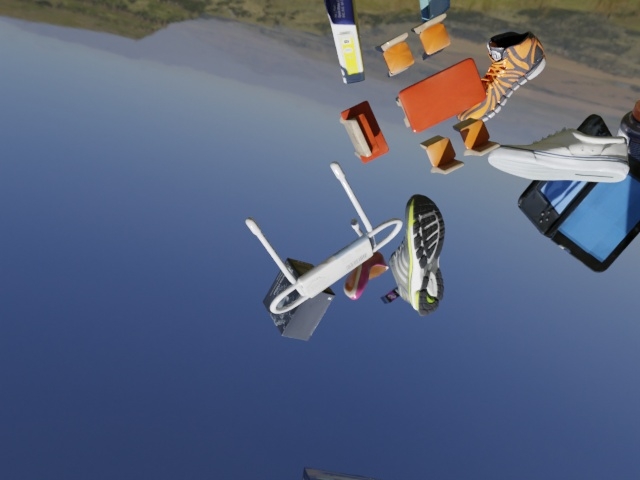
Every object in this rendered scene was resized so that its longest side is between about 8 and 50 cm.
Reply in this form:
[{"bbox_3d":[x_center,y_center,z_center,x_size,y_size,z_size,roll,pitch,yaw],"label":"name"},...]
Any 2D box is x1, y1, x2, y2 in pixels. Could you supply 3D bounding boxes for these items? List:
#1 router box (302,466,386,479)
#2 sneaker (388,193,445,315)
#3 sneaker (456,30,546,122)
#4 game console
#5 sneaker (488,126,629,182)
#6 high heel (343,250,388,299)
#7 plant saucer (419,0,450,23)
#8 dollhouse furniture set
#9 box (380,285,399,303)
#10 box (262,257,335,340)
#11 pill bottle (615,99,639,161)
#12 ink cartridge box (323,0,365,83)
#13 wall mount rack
[{"bbox_3d":[0.106,0.683,1.555,0.308,0.081,0.243,10,165,-4],"label":"router box"},{"bbox_3d":[0.216,0.031,1.387,0.111,0.300,0.121,-21,-151,-35],"label":"sneaker"},{"bbox_3d":[0.515,-0.502,1.751,0.180,0.321,0.125,37,-168,-47],"label":"sneaker"},{"bbox_3d":[0.680,-0.113,1.438,0.250,0.293,0.173,35,-174,-39],"label":"game console"},{"bbox_3d":[0.467,-0.173,1.152,0.258,0.091,0.094,9,166,16],"label":"sneaker"},{"bbox_3d":[0.130,0.099,1.541,0.117,0.082,0.244,35,-157,-11],"label":"high heel"},{"bbox_3d":[0.208,-0.438,1.049,0.018,0.067,0.192,47,-171,8],"label":"plant saucer"},{"bbox_3d":[0.172,-0.237,1.048,0.259,0.262,0.135,-27,-168,-2],"label":"dollhouse furniture set"},{"bbox_3d":[0.255,0.131,1.727,0.029,0.162,0.116,53,175,6],"label":"box"},{"bbox_3d":[-0.061,0.157,1.572,0.093,0.156,0.158,18,-160,-36],"label":"box"},{"bbox_3d":[0.933,-0.292,1.708,0.130,0.246,0.130,-4,-132,4],"label":"pill bottle"},{"bbox_3d":[0.050,-0.590,1.393,0.072,0.304,0.307,-6,163,5],"label":"ink cartridge box"},{"bbox_3d":[0.000,0.000,1.257,0.130,0.350,0.304,54,176,23],"label":"wall mount rack"}]
